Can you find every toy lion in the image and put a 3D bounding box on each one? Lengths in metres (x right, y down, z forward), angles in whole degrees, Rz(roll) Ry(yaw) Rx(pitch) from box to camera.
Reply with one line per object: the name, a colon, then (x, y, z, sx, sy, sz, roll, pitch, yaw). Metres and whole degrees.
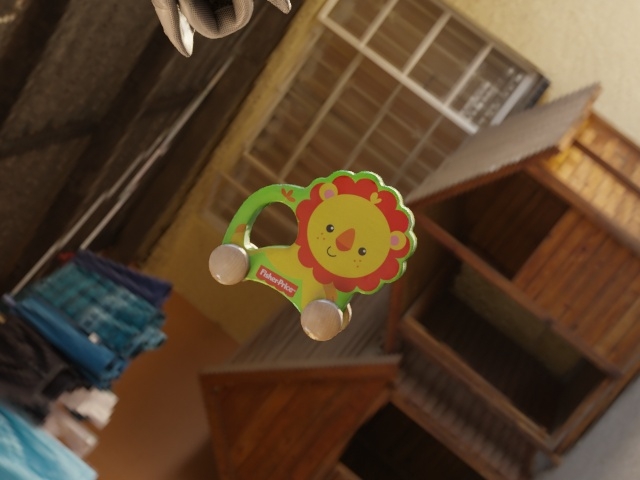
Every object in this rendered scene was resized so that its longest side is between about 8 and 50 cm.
toy lion: (0.000, 0.000, 0.623, 0.096, 0.100, 0.034, -62, -10, 8)

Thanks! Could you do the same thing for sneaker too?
sneaker: (-0.124, -0.284, 1.135, 0.137, 0.210, 0.366, -23, -10, 1)
